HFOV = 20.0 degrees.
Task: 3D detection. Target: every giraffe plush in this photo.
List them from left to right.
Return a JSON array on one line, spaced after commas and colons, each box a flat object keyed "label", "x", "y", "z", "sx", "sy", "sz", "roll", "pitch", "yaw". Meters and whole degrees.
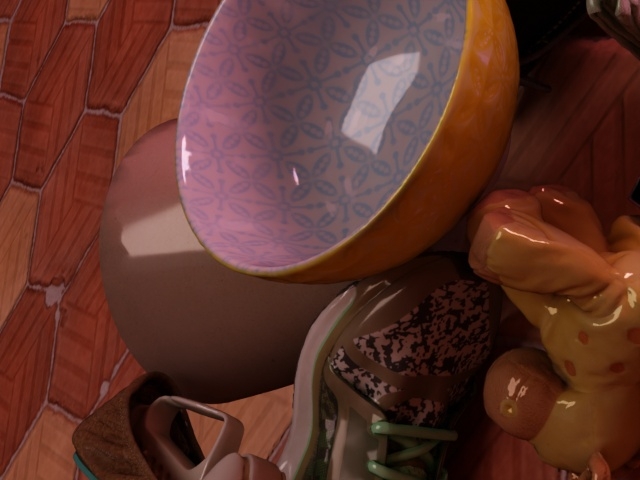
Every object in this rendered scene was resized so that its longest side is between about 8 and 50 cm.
[{"label": "giraffe plush", "x": 0.180, "y": 0.077, "z": 1.222, "sx": 0.210, "sy": 0.181, "sz": 0.170, "roll": 28, "pitch": 111, "yaw": 29}]

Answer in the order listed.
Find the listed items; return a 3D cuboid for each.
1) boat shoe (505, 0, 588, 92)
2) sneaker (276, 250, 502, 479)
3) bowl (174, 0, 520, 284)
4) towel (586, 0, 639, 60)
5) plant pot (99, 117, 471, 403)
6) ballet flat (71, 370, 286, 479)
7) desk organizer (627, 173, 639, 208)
[{"label": "boat shoe", "x": 0.110, "y": -0.181, "z": 1.469, "sx": 0.500, "sy": 0.187, "sz": 0.156, "roll": 156, "pitch": 126, "yaw": -64}, {"label": "sneaker", "x": 0.053, "y": 0.198, "z": 1.395, "sx": 0.182, "sy": 0.158, "sz": 0.410, "roll": 54, "pitch": 128, "yaw": 47}, {"label": "bowl", "x": 0.046, "y": -0.089, "z": 1.306, "sx": 0.289, "sy": 0.156, "sz": 0.289, "roll": -23, "pitch": 56, "yaw": 39}, {"label": "towel", "x": 0.237, "y": -0.286, "z": 1.219, "sx": 0.038, "sy": 0.248, "sz": 0.324, "roll": 5, "pitch": 87, "yaw": 23}, {"label": "plant pot", "x": 0.000, "y": 0.000, "z": 1.517, "sx": 0.274, "sy": 0.256, "sz": 0.256, "roll": -10, "pitch": 63, "yaw": 41}, {"label": "ballet flat", "x": -0.092, "y": 0.198, "z": 1.396, "sx": 0.124, "sy": 0.116, "sz": 0.342, "roll": -56, "pitch": 32, "yaw": 6}, {"label": "desk organizer", "x": 0.262, "y": -0.017, "z": 1.206, "sx": 0.047, "sy": 0.050, "sz": 0.130, "roll": -65, "pitch": 27, "yaw": 12}]
